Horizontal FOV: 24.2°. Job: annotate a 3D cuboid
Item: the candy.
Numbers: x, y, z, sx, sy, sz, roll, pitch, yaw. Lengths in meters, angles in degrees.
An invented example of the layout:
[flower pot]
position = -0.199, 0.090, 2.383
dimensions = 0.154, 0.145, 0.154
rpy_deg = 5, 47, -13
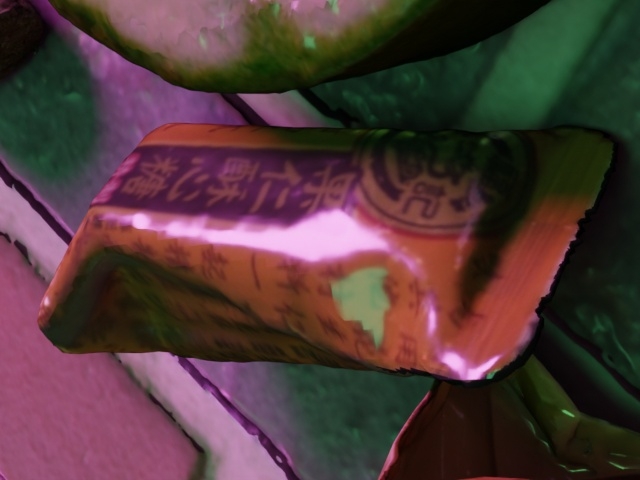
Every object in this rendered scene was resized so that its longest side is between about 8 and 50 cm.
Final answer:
[candy]
position = 0.000, 0.000, 0.659
dimensions = 0.271, 0.143, 0.101
rpy_deg = 1, 139, 41

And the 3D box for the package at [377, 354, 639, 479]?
[package]
position = 0.063, 0.217, 0.642
dimensions = 0.165, 0.221, 0.311
rpy_deg = 25, 120, 8

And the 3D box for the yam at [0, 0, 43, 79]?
[yam]
position = -0.241, -0.147, 0.830
dimensions = 0.183, 0.107, 0.107
rpy_deg = 43, 126, 20

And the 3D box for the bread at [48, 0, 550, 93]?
[bread]
position = -0.019, -0.245, 0.596
dimensions = 0.382, 0.129, 0.366
rpy_deg = 2, 103, 39
